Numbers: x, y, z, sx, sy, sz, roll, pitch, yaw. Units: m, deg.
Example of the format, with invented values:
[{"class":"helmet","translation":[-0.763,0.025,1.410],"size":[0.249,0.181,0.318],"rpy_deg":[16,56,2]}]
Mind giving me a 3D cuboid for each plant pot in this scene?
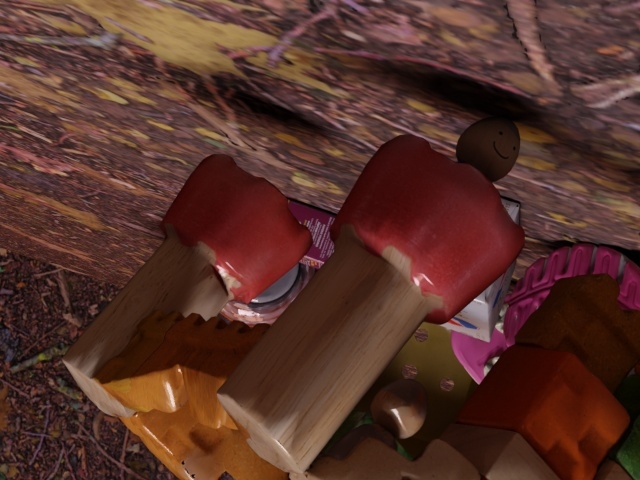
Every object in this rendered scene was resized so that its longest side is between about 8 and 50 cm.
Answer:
[{"class":"plant pot","translation":[0.086,0.152,1.547],"size":[0.212,0.212,0.187],"rpy_deg":[18,-175,7]}]

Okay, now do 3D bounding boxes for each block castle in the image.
[{"class":"block castle","translation":[0.101,0.139,0.831],"size":[0.453,0.213,0.303],"rpy_deg":[48,159,-20]}]

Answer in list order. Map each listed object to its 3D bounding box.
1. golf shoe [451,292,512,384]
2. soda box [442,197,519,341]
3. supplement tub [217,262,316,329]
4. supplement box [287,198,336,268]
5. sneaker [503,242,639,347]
[{"class":"golf shoe","translation":[0.254,0.126,1.251],"size":[0.306,0.115,0.140],"rpy_deg":[20,176,0]},{"class":"soda box","translation":[0.093,0.016,1.005],"size":[0.074,0.069,0.216],"rpy_deg":[18,172,10]},{"class":"supplement tub","translation":[-0.058,0.032,1.342],"size":[0.106,0.106,0.198],"rpy_deg":[19,173,0]},{"class":"supplement box","translation":[0.000,0.000,1.209],"size":[0.083,0.043,0.055],"rpy_deg":[19,172,2]},{"class":"sneaker","translation":[0.233,0.073,0.940],"size":[0.252,0.103,0.111],"rpy_deg":[13,169,43]}]
